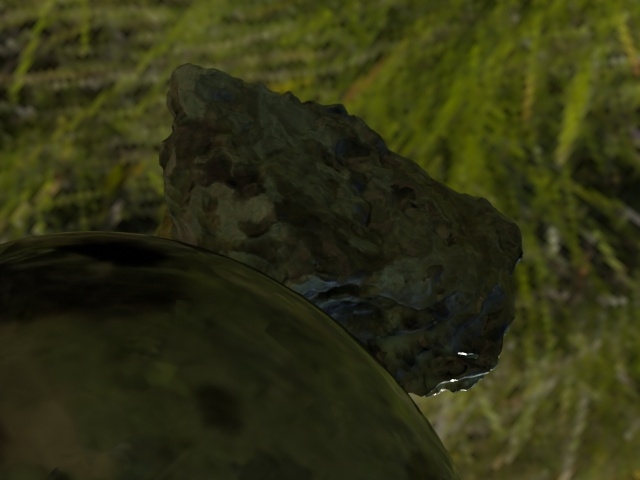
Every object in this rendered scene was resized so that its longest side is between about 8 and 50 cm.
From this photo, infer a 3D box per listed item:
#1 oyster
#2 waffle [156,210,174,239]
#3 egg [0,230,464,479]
[{"bbox_3d":[0.000,0.000,1.268,0.112,0.267,0.198,97,13,-61],"label":"oyster"},{"bbox_3d":[-0.081,0.100,1.465,0.253,0.056,0.249,-92,170,-52],"label":"waffle"},{"bbox_3d":[-0.064,0.169,0.851,0.287,0.379,0.287,-29,-161,11],"label":"egg"}]
